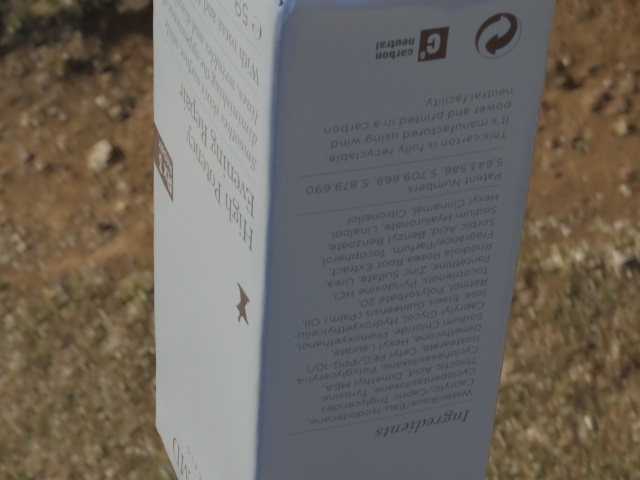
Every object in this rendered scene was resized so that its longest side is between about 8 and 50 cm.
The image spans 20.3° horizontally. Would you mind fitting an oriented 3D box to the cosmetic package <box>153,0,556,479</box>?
[{"bbox_3d":[0.000,0.000,0.551,0.085,0.231,0.117,-8,35,-19],"label":"cosmetic package"}]
